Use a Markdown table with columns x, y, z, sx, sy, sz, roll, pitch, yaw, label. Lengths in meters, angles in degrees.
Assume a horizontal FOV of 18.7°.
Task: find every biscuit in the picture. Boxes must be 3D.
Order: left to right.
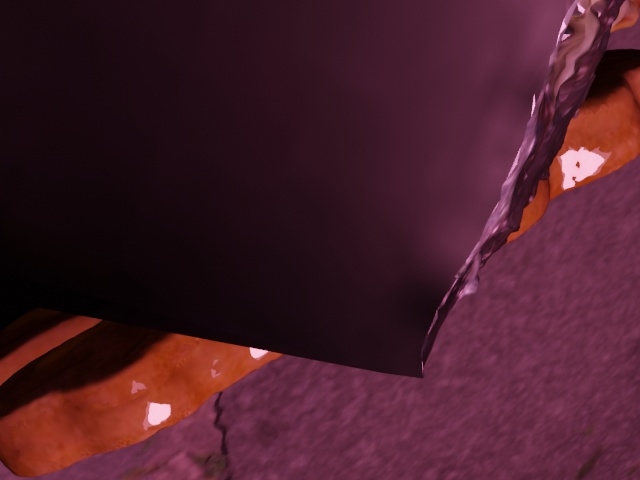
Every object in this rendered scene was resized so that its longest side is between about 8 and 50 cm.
| x | y | z | sx | sy | sz | roll | pitch | yaw | label |
| --- | --- | --- | --- | --- | --- | --- | --- | --- | --- |
| -0.001 | -0.003 | 0.726 | 0.295 | 0.186 | 0.044 | -28 | 104 | -18 | biscuit |

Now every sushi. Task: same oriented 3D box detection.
| x | y | z | sx | sy | sz | roll | pitch | yaw | label |
| --- | --- | --- | --- | --- | --- | --- | --- | --- | --- |
| 0.017 | -0.107 | 0.573 | 0.212 | 0.215 | 0.227 | -44 | 138 | -55 | sushi |
